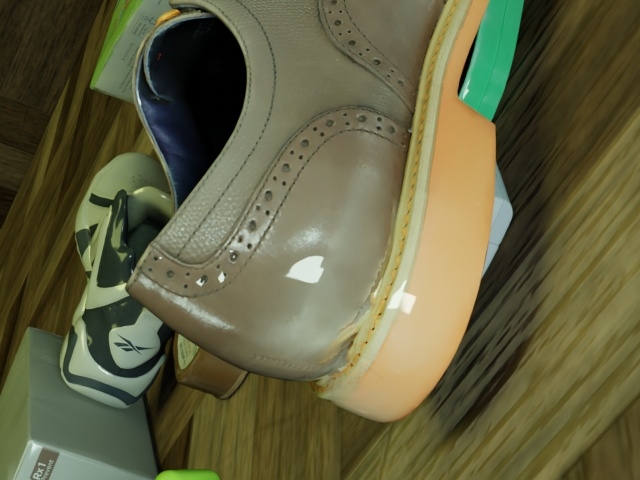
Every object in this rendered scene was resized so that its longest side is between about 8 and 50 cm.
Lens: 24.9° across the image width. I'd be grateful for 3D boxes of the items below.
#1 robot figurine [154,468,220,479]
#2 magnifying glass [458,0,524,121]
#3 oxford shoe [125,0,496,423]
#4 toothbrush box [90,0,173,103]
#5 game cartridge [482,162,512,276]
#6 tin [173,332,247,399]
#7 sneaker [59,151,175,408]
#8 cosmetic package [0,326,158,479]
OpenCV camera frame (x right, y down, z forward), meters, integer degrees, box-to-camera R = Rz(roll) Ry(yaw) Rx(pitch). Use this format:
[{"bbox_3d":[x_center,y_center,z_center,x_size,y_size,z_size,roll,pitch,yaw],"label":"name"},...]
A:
[{"bbox_3d":[-0.041,0.149,0.647,0.115,0.067,0.101,-43,60,55],"label":"robot figurine"},{"bbox_3d":[0.081,-0.131,0.670,0.231,0.026,0.092,-68,16,1],"label":"magnifying glass"},{"bbox_3d":[-0.003,-0.099,0.628,0.363,0.133,0.130,-87,22,-44],"label":"oxford shoe"},{"bbox_3d":[-0.064,-0.255,1.119,0.206,0.122,0.283,137,149,-58],"label":"toothbrush box"},{"bbox_3d":[0.054,0.006,0.607,0.056,0.017,0.083,-90,26,-59],"label":"game cartridge"},{"bbox_3d":[-0.042,0.008,0.887,0.189,0.040,0.106,-65,21,15],"label":"tin"},{"bbox_3d":[-0.121,-0.008,1.068,0.153,0.094,0.235,-48,21,39],"label":"sneaker"},{"bbox_3d":[-0.192,0.167,1.062,0.127,0.107,0.238,-66,19,12],"label":"cosmetic package"}]
